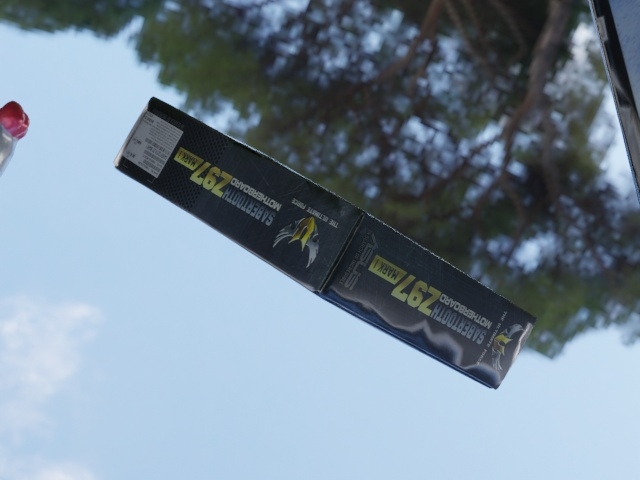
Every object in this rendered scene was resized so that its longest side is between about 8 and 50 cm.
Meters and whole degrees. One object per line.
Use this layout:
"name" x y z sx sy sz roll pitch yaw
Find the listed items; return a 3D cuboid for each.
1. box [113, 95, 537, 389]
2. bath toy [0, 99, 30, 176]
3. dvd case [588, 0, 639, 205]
"box" 0.000 0.000 0.973 0.183 0.059 0.232 29 -178 -44
"bath toy" -0.295 -0.170 1.034 0.151 0.129 0.348 13 -127 -64
"dvd case" 0.145 -0.082 0.260 0.022 0.253 0.180 19 -132 -31
